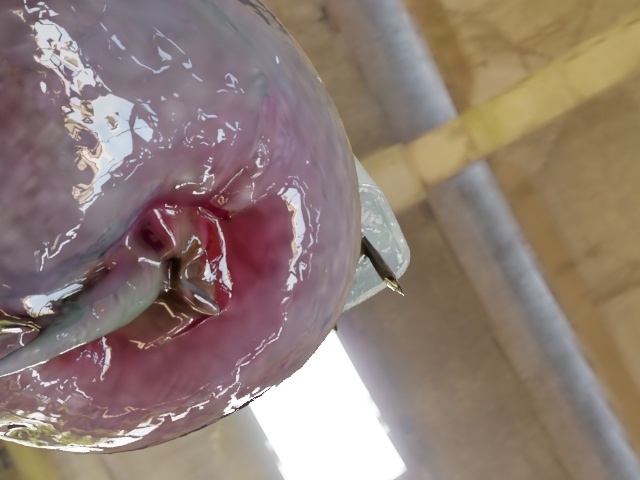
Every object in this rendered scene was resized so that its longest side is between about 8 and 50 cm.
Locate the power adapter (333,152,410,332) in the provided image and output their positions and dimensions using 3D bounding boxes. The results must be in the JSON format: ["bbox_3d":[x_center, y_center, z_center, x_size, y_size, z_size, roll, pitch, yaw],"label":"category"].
[{"bbox_3d":[0.000,0.000,1.700,0.205,0.130,0.125,54,-8,48],"label":"power adapter"}]

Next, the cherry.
[{"bbox_3d":[-0.092,-0.026,0.692,0.183,0.213,0.266,-40,-134,13],"label":"cherry"}]
